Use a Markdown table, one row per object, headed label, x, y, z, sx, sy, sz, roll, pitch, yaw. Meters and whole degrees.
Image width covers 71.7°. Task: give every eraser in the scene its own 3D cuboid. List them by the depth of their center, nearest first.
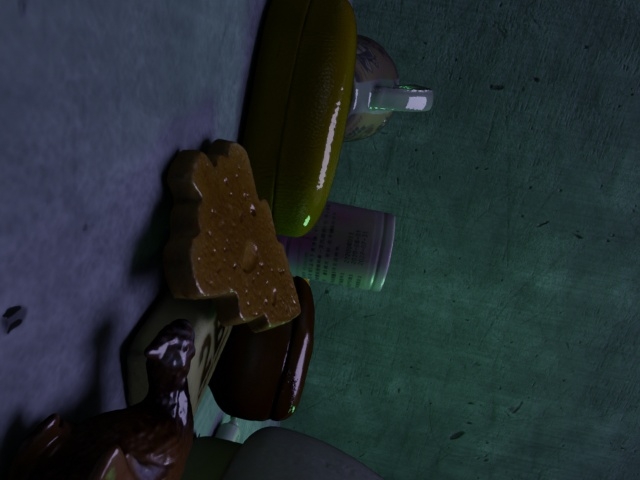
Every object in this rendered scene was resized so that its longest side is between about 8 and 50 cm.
| label | x | y | z | sx | sy | sz | roll | pitch | yaw |
| --- | --- | --- | --- | --- | --- | --- | --- | --- | --- |
| eraser | -0.134 | 0.098 | 0.465 | 0.172 | 0.058 | 0.117 | -76 | 177 | -58 |

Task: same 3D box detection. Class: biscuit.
| label | x | y | z | sx | sy | sz | roll | pitch | yaw |
| --- | --- | --- | --- | --- | --- | --- | --- | --- | --- |
| biscuit | -0.085 | 0.012 | 0.468 | 0.212 | 0.041 | 0.239 | -87 | 157 | -47 |

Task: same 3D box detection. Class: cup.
| label | x | y | z | sx | sy | sz | roll | pitch | yaw |
| --- | --- | --- | --- | --- | --- | --- | --- | --- | --- |
| cup | 0.072 | -0.290 | 0.889 | 0.257 | 0.301 | 0.227 | -55 | 153 | -63 |

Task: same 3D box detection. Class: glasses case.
| label | x | y | z | sx | sy | sz | roll | pitch | yaw |
| --- | --- | --- | --- | --- | --- | --- | --- | --- | --- |
| glasses case | -0.029 | -0.190 | 0.672 | 0.173 | 0.141 | 0.371 | -32 | 133 | -86 |

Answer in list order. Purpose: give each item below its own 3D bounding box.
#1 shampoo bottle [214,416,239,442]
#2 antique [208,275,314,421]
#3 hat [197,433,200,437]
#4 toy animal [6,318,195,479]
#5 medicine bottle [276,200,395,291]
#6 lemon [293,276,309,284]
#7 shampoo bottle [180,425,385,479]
| label | x | y | z | sx | sy | sz | roll | pitch | yaw |
| --- | --- | --- | --- | --- | --- | --- | --- | --- | --- |
| shampoo bottle | -0.180 | 0.385 | 0.852 | 0.152 | 0.045 | 0.077 | -70 | 169 | -65 |
| antique | -0.088 | 0.154 | 0.655 | 0.278 | 0.129 | 0.224 | -117 | -138 | -77 |
| hat | -0.180 | 0.355 | 0.661 | 0.121 | 0.050 | 0.121 | 8 | 90 | -87 |
| toy animal | -0.138 | 0.138 | 0.282 | 0.188 | 0.089 | 0.179 | 38 | 65 | -73 |
| medicine bottle | 0.000 | 0.000 | 0.832 | 0.152 | 0.254 | 0.152 | 11 | 90 | -87 |
| lemon | -0.086 | 0.124 | 1.128 | 0.155 | 0.114 | 0.114 | 25 | 75 | -76 |
| shampoo bottle | -0.052 | 0.384 | 0.485 | 0.322 | 0.317 | 0.323 | 12 | 90 | -79 |
